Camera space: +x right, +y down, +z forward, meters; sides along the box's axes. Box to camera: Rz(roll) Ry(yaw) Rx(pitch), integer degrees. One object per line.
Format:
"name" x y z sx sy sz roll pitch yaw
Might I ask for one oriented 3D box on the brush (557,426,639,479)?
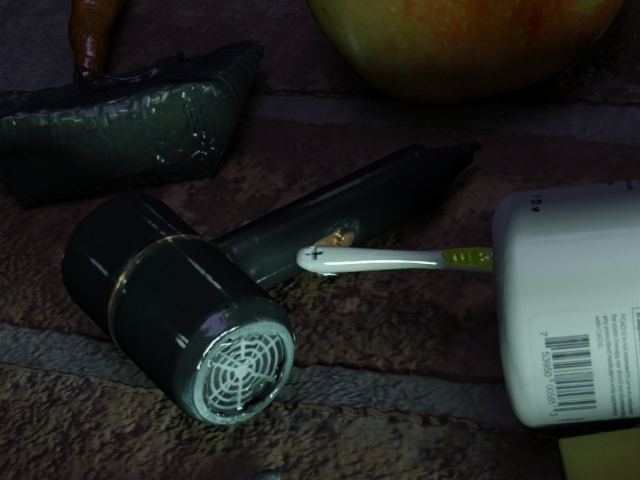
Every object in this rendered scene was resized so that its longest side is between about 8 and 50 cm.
"brush" 0.267 0.151 0.886 0.233 0.047 0.103 -9 40 3

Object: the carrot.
"carrot" -0.229 -0.232 1.513 0.059 0.059 0.248 -9 41 7

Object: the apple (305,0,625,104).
"apple" 0.129 -0.291 1.292 0.319 0.277 0.319 -7 39 6

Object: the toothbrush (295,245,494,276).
"toothbrush" 0.112 0.019 1.059 0.263 0.026 0.022 1 49 -8

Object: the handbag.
"handbag" -0.185 -0.120 1.346 0.270 0.089 0.175 -10 30 5

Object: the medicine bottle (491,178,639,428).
"medicine bottle" 0.260 0.033 0.944 0.288 0.157 0.157 -5 39 10

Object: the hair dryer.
"hair dryer" 0.000 0.000 1.126 0.352 0.107 0.189 -27 42 -24

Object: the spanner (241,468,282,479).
"spanner" -0.139 0.183 0.997 0.254 0.015 0.054 -5 37 11
